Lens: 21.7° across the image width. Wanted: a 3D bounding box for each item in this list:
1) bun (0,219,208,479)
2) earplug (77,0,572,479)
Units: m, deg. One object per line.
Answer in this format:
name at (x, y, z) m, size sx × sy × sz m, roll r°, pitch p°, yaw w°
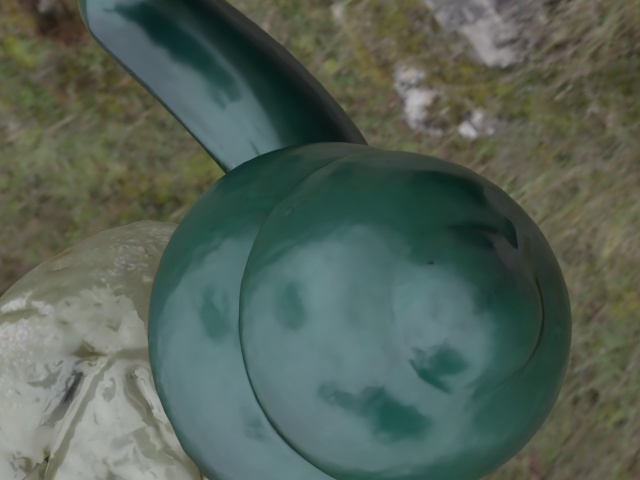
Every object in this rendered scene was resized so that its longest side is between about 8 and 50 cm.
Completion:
bun at (-0.115, 0.170, 1.296) m, size 0.219 × 0.365 × 0.365 m, roll 23°, pitch 132°, yaw 53°
earplug at (0.006, -0.005, 0.700) m, size 0.280 × 0.164 × 0.257 m, roll -178°, pitch 87°, yaw -65°
